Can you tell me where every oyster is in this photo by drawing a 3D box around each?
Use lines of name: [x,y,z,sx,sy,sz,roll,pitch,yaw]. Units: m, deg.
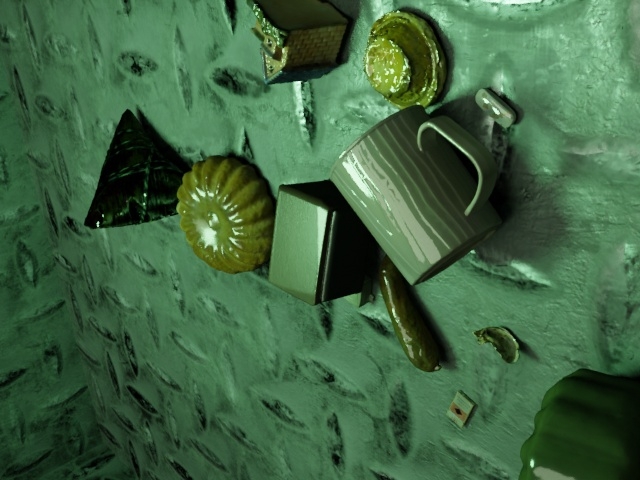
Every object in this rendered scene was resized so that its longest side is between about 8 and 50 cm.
oyster: [0.340,0.206,1.383,0.038,0.081,0.083,81,-179,-57]

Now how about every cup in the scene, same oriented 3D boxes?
cup: [0.192,-0.099,1.288,0.288,0.208,0.273,-40,77,29]

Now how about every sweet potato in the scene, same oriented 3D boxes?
sweet potato: [0.184,0.161,1.550,0.075,0.075,0.273,-30,82,54]

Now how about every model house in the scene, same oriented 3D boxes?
model house: [-0.066,-0.405,1.454,0.182,0.167,0.172,55,148,32]

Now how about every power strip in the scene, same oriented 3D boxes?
power strip: [0.052,0.089,1.688,0.175,0.042,0.075,32,134,36]

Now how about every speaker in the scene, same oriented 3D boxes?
speaker: [0.000,0.000,1.572,0.193,0.153,0.230,26,116,42]

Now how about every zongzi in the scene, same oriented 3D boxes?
zongzi: [-0.476,-0.164,2.101,0.383,0.363,0.318,-98,7,-55]

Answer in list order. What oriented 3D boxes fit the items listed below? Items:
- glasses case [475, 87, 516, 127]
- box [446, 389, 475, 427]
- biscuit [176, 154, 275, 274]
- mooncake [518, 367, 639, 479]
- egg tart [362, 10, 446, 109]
glasses case: [0.297,-0.226,1.217,0.083,0.021,0.032,49,143,21]
box: [0.306,0.368,1.563,0.046,0.012,0.083,40,136,28]
biscuit: [-0.258,-0.061,1.885,0.326,0.107,0.325,12,113,31]
mooncake: [0.444,0.393,1.156,0.188,0.351,0.351,10,118,35]
egg tart: [0.141,-0.324,1.314,0.191,0.074,0.191,31,133,41]
